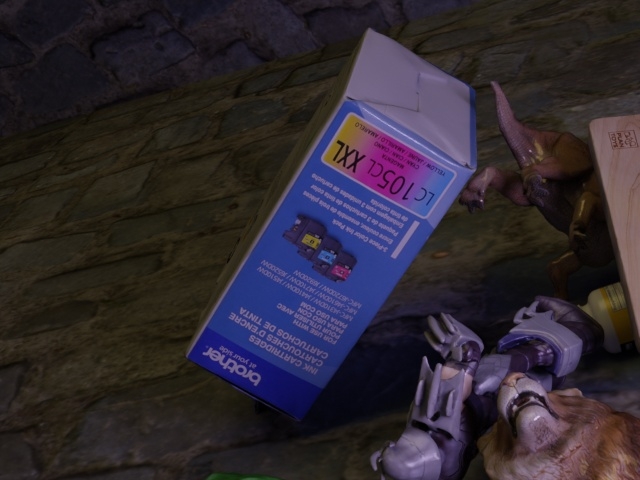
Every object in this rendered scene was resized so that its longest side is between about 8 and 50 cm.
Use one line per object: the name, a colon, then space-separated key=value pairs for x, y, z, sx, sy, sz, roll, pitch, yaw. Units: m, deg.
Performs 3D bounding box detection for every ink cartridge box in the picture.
ink cartridge box: x=0.000 y=0.000 z=1.258 sx=0.395 sy=0.151 sz=0.270 roll=-55 pitch=7 yaw=24

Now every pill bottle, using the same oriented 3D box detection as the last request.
pill bottle: x=0.295 y=0.070 z=1.126 sx=0.116 sy=0.065 sz=0.065 roll=-19 pitch=21 yaw=11

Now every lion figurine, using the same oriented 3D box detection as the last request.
lion figurine: x=0.319 y=0.153 z=0.842 sx=0.392 sy=0.142 sz=0.240 roll=-9 pitch=12 yaw=-2

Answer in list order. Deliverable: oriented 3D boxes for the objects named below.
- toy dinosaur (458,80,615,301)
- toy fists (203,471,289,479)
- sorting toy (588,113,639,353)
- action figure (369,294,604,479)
toy dinosaur: x=0.277 y=-0.049 z=1.229 sx=0.200 sy=0.295 sz=0.127 roll=-36 pitch=-6 yaw=-34
toy fists: x=-0.110 y=0.296 z=0.953 sx=0.279 sy=0.096 sz=0.142 roll=-37 pitch=17 yaw=-29
sorting toy: x=0.385 y=0.000 z=1.050 sx=0.255 sy=0.089 sz=0.257 roll=-5 pitch=50 yaw=4
action figure: x=0.127 y=0.140 z=1.008 sx=0.099 sy=0.185 sz=0.285 roll=32 pitch=34 yaw=27
